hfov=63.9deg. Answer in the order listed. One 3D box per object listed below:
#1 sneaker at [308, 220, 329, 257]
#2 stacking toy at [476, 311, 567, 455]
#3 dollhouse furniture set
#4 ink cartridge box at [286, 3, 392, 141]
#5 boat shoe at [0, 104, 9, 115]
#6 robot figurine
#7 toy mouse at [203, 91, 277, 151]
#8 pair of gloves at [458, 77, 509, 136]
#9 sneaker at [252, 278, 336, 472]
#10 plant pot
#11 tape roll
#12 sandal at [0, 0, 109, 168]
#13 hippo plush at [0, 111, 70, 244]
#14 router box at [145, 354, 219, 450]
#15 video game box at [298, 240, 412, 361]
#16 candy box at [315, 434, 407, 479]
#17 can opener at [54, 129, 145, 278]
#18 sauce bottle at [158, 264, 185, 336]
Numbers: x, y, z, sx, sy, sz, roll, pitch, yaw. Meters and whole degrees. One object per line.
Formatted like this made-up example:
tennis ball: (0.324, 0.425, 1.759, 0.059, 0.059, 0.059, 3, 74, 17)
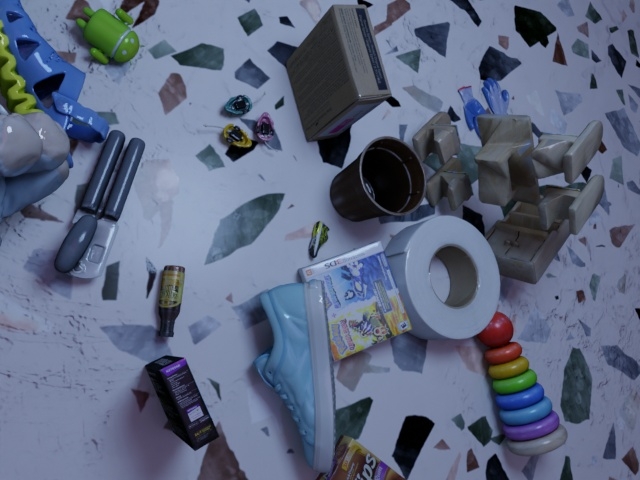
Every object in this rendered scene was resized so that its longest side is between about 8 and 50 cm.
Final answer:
sneaker: (0.000, 0.000, 1.103, 0.035, 0.031, 0.083, 21, 70, -24)
stacking toy: (0.459, 0.332, 1.235, 0.141, 0.141, 0.330, -17, 81, -30)
dollhouse furniture set: (0.473, -0.136, 1.213, 0.256, 0.362, 0.394, -44, 129, -27)
ink cartridge box: (0.030, -0.340, 1.073, 0.088, 0.234, 0.193, -15, 87, -29)
boat shoe: (-0.619, -0.247, 0.784, 0.302, 0.114, 0.091, 35, 64, -4)
robot figurine: (-0.389, -0.380, 0.953, 0.115, 0.067, 0.101, 34, 93, -18)
toy mouse: (-0.149, -0.252, 1.076, 0.161, 0.031, 0.143, 28, 68, -21)
pair of gloves: (0.471, -0.374, 1.440, 0.198, 0.023, 0.159, -24, 92, -29)
sneaker: (-0.050, 0.261, 0.990, 0.150, 0.135, 0.366, -5, 88, 4)
plant pot: (0.112, -0.118, 1.111, 0.167, 0.165, 0.167, 6, 77, -28)
tape roll: (0.280, 0.088, 1.196, 0.286, 0.100, 0.286, 6, 77, -27)
sandal: (-0.463, -0.265, 0.866, 0.138, 0.126, 0.318, -24, 101, -31)
hippo plush: (-0.515, -0.127, 0.706, 0.236, 0.294, 0.234, 44, 44, -5)
router box: (-0.231, 0.258, 0.840, 0.046, 0.179, 0.133, -24, 91, -28)
video game box: (0.074, 0.124, 1.084, 0.187, 0.048, 0.205, -20, 89, -13)
candy box: (0.091, 0.494, 1.037, 0.186, 0.053, 0.109, 41, 64, -13)
can opener: (-0.373, -0.066, 0.889, 0.074, 0.093, 0.280, 21, 66, -22)
sauce bottle: (-0.271, 0.110, 0.929, 0.042, 0.042, 0.128, 8, 74, -27)
